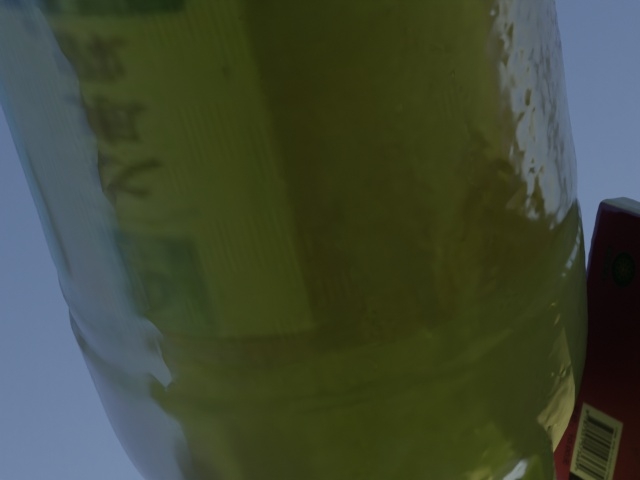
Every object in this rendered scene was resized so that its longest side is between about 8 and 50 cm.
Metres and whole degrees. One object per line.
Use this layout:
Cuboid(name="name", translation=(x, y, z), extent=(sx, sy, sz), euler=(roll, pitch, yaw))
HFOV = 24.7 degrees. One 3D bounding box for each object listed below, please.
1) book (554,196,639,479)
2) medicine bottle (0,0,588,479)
Cuboid(name="book", translation=(0.187, 0.082, 0.657), extent=(0.022, 0.232, 0.162), euler=(3, -78, -30))
Cuboid(name="medicine bottle", translation=(0.000, 0.000, 0.662), extent=(0.236, 0.235, 0.406), euler=(-17, -58, -7))
